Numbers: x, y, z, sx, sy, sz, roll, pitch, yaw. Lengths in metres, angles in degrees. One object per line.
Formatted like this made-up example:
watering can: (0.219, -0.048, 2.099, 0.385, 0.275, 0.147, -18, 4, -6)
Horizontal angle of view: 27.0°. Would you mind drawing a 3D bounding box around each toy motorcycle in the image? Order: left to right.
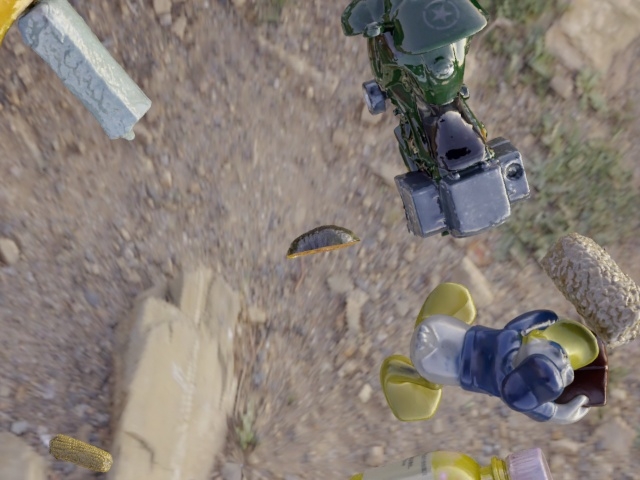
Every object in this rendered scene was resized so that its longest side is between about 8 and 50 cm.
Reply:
toy motorcycle: (0.092, -0.122, 1.061, 0.125, 0.187, 0.274, -21, 110, -5)

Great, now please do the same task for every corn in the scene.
corn: (-0.263, 0.232, 1.448, 0.083, 0.027, 0.028, 15, 90, 26)

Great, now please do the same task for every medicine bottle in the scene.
medicine bottle: (0.142, 0.282, 1.426, 0.213, 0.122, 0.121, -18, 82, 11)

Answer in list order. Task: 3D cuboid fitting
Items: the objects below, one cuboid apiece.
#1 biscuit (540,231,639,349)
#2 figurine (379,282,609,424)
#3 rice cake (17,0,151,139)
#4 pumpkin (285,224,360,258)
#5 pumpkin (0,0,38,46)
biscuit: (0.359, 0.062, 1.727, 0.082, 0.070, 0.168, -46, 53, 17)
figurine: (0.254, 0.176, 1.722, 0.284, 0.338, 0.204, 12, 89, -11)
rice cake: (-0.290, -0.212, 1.654, 0.063, 0.069, 0.206, -34, 101, 27)
pumpkin: (0.000, -0.001, 1.434, 0.083, 0.050, 0.028, -16, 85, 6)
pumpkin: (-0.425, -0.317, 1.588, 0.139, 0.222, 0.317, 32, 92, 26)
